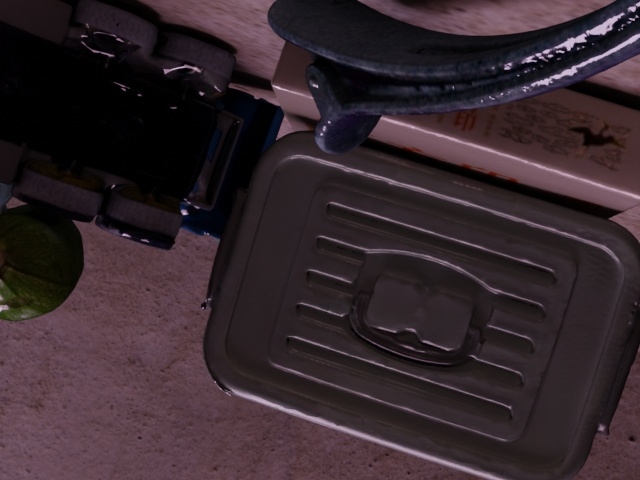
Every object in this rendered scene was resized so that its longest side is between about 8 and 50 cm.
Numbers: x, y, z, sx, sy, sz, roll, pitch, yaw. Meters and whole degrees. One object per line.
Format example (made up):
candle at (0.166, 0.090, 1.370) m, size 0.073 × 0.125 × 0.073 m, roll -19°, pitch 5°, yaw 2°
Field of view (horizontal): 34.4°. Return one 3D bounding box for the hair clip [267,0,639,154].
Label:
hair clip at (0.069, -0.078, 0.395) m, size 0.048 × 0.083 × 0.275 m, roll -26°, pitch -165°, yaw -28°

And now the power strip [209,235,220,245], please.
power strip at (0.000, -0.001, 1.167) m, size 0.193 × 0.059 × 0.265 m, roll -22°, pitch -128°, yaw -40°

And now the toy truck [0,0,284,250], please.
toy truck at (-0.199, -0.099, 0.704) m, size 0.367 × 0.146 × 0.175 m, roll 20°, pitch 180°, yaw -34°

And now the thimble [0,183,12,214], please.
thimble at (-0.340, -0.100, 0.838) m, size 0.235 × 0.198 × 0.143 m, roll 48°, pitch 173°, yaw -7°

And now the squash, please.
squash at (-0.200, 0.012, 0.701) m, size 0.077 × 0.068 × 0.219 m, roll 38°, pitch 179°, yaw -11°

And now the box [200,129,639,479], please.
box at (0.062, 0.036, 0.637) m, size 0.243 × 0.163 × 0.135 m, roll 16°, pitch -175°, yaw 6°

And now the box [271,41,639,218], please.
box at (0.086, -0.055, 0.699) m, size 0.204 × 0.051 × 0.365 m, roll 18°, pitch 176°, yaw 5°
